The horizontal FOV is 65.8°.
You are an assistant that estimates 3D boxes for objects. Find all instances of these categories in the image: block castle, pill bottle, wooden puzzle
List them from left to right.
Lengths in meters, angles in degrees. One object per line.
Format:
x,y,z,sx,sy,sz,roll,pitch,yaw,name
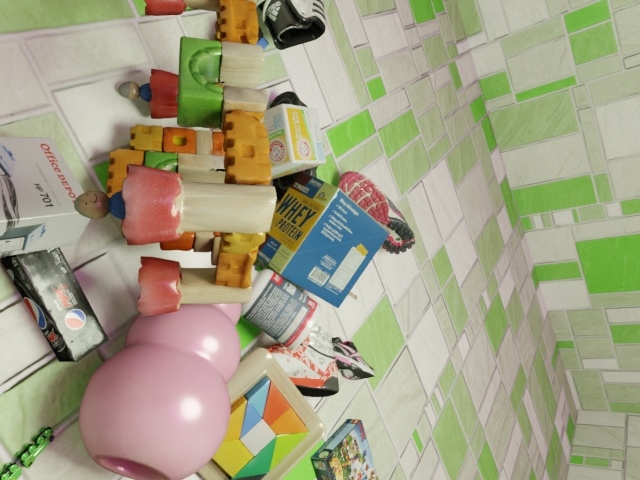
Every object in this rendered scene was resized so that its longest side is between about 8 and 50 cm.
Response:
-0.203,-0.145,0.704,0.213,0.303,0.452,1,61,-16,block castle
-0.121,0.345,0.887,0.221,0.044,0.238,-40,114,-18,wooden puzzle
-0.099,0.118,0.948,0.180,0.108,0.108,36,49,-7,pill bottle

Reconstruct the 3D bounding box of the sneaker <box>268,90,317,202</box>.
-0.040,-0.196,1.149,0.130,0.109,0.286,8,79,-60,sneaker

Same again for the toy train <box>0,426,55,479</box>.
-0.387,0.286,0.656,0.083,0.017,0.023,-53,132,-44,toy train

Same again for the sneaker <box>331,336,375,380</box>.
0.078,0.286,1.210,0.178,0.072,0.077,44,39,-45,sneaker

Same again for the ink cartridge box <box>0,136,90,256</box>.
-0.409,-0.054,0.612,0.139,0.082,0.191,53,34,14,ink cartridge box

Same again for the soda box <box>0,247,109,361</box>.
-0.370,0.085,0.694,0.060,0.053,0.168,-38,111,-49,soda box

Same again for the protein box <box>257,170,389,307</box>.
0.000,0.000,1.051,0.200,0.136,0.201,35,88,-42,protein box

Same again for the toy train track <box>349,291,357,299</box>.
0.075,0.133,1.284,0.083,0.014,0.048,38,53,-41,toy train track

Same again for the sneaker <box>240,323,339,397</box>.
-0.074,0.232,1.020,0.270,0.090,0.144,23,48,-37,sneaker

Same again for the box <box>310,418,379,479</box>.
0.070,0.563,1.151,0.159,0.044,0.232,-26,102,-52,box

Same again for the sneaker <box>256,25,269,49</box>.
-0.188,-0.396,1.027,0.090,0.082,0.232,52,38,-27,sneaker

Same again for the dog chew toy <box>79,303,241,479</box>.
-0.216,0.183,0.761,0.206,0.207,0.331,50,39,-33,dog chew toy

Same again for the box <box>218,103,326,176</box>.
-0.104,-0.183,0.975,0.103,0.203,0.114,-11,91,-52,box

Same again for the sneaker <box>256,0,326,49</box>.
-0.121,-0.572,1.024,0.448,0.169,0.257,17,50,-51,sneaker

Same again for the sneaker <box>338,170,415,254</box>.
0.144,-0.080,1.360,0.299,0.121,0.112,46,20,-35,sneaker
